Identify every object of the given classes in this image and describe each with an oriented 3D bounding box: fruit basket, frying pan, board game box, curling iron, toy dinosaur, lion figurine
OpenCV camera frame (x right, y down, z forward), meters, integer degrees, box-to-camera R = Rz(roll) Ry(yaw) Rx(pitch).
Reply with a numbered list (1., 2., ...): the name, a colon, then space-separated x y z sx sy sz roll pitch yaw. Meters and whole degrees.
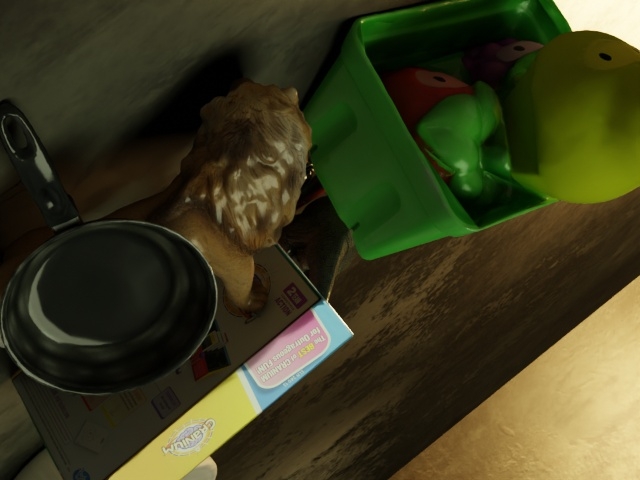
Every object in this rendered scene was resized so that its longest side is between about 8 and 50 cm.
1. fruit basket: 0.214 -0.140 1.967 0.392 0.283 0.392 -28 172 -4
2. frying pan: -0.231 0.022 1.673 0.197 0.053 0.326 -40 126 13
3. board game box: -0.148 0.121 1.958 0.316 0.242 0.064 -40 127 0
4. curling iron: 0.044 -0.098 2.142 0.274 0.035 0.068 -29 160 -31
5. toy dinosaur: 0.000 0.000 2.126 0.160 0.121 0.313 -47 177 12
6. lion figurine: -0.175 0.008 1.786 0.392 0.142 0.240 -31 152 -14

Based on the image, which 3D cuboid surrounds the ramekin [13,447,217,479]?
1. ramekin: -0.272 0.316 2.353 0.273 0.127 0.273 -36 163 -13
